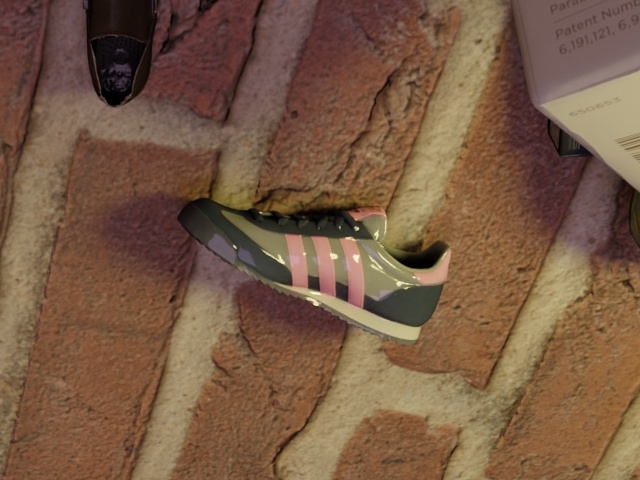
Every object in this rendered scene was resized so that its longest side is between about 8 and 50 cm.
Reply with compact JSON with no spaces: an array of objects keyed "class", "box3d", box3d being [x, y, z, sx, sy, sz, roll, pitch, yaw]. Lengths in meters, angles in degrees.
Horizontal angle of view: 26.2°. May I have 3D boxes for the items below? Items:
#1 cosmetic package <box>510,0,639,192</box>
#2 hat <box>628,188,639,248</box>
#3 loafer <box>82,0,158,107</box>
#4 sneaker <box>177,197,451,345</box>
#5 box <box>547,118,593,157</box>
[{"class":"cosmetic package","box3d":[0.339,-0.274,1.079,0.327,0.393,0.329,-20,155,28]},{"class":"hat","box3d":[0.480,-0.078,1.443,0.331,0.134,0.331,-17,128,-22]},{"class":"loafer","box3d":[-0.191,-0.224,1.343,0.080,0.078,0.220,-2,126,-5]},{"class":"sneaker","box3d":[0.000,0.000,1.525,0.319,0.112,0.131,24,102,-25]},{"class":"box","box3d":[0.338,-0.202,1.433,0.183,0.059,0.232,-5,127,-5]}]
